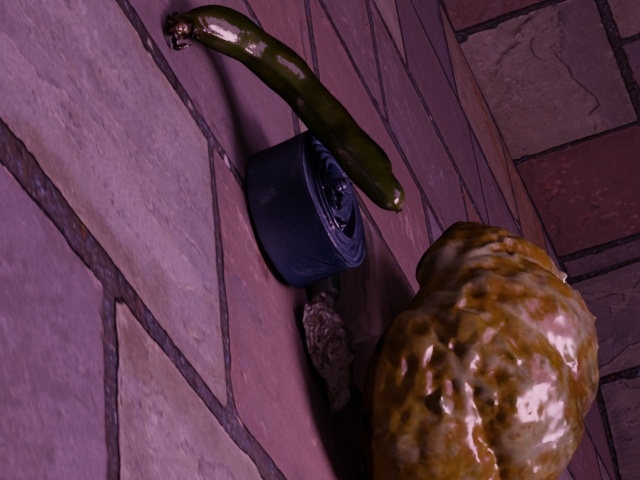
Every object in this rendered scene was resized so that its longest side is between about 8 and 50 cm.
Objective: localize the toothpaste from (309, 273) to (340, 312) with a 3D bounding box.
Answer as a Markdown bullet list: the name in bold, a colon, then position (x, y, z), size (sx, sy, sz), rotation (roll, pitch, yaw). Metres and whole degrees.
- **toothpaste**: position (0.000, 0.000, 1.842), size (0.031, 0.049, 0.204), rotation (82, 2, -52)

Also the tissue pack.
- **tissue pack**: position (0.085, 0.129, 1.947), size (0.325, 0.071, 0.170), rotation (57, 21, -50)

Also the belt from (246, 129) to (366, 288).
- **belt**: position (-0.010, -0.035, 1.744), size (0.141, 0.082, 0.190), rotation (64, 15, -16)

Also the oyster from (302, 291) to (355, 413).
- **oyster**: position (0.010, 0.107, 1.732), size (0.098, 0.037, 0.100), rotation (-66, 139, -59)

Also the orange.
- **orange**: position (0.171, 0.141, 1.770), size (0.271, 0.210, 0.368), rotation (71, 34, -42)

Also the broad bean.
- **broad bean**: position (-0.031, -0.139, 1.681), size (0.292, 0.049, 0.144), rotation (38, 24, -17)
